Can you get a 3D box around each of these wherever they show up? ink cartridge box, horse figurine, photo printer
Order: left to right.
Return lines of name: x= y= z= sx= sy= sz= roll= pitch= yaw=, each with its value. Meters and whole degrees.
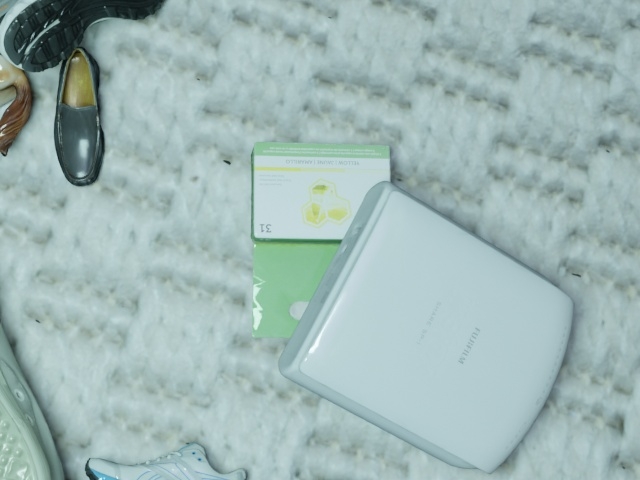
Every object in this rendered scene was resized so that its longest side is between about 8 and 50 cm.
horse figurine: x=-0.438 y=-0.213 z=1.204 sx=0.263 sy=0.066 sz=0.174 roll=42 pitch=85 yaw=4
ink cartridge box: x=0.000 y=0.000 z=1.227 sx=0.171 sy=0.056 sz=0.235 roll=1 pitch=79 yaw=-7
photo printer: x=0.140 y=0.113 z=1.173 sx=0.308 sy=0.107 sz=0.256 roll=31 pitch=81 yaw=-14

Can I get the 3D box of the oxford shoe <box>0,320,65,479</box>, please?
oxford shoe: x=-0.414 y=0.142 z=1.126 sx=0.169 sy=0.130 sz=0.449 roll=-29 pitch=70 yaw=-4

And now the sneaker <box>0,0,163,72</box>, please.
sneaker: x=-0.290 y=-0.298 z=1.200 sx=0.108 sy=0.100 sz=0.271 roll=23 pitch=47 yaw=36

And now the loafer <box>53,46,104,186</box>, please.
loafer: x=-0.296 y=-0.151 z=1.211 sx=0.062 sy=0.061 sz=0.170 roll=-5 pitch=82 yaw=-8

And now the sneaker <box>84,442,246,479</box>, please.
sneaker: x=-0.175 y=0.270 z=1.161 sx=0.191 sy=0.071 sz=0.082 roll=18 pitch=73 yaw=-12
